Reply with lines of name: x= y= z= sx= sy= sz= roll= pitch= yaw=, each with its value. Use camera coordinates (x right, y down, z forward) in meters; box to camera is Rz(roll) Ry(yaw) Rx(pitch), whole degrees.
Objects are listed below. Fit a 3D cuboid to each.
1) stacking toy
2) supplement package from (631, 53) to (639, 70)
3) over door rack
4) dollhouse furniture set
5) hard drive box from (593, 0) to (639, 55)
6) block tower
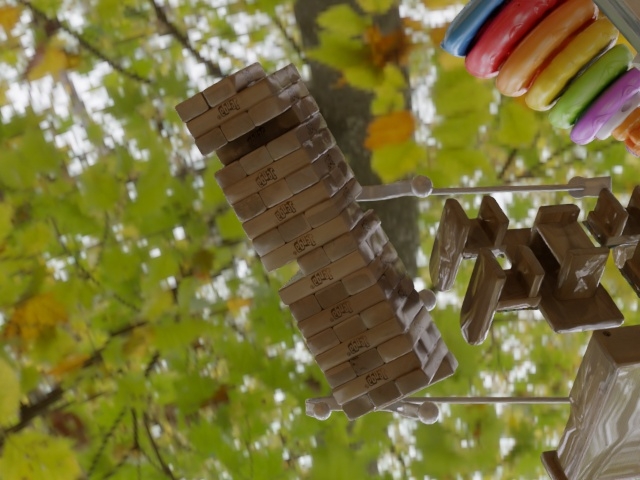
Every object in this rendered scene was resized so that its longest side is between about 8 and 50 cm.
stacking toy: x=0.290 y=-0.171 z=1.561 sx=0.302 sy=0.175 sz=0.166 roll=46 pitch=-72 yaw=8
supplement package: x=0.422 y=-0.137 z=1.276 sx=0.139 sy=0.244 sz=0.134 roll=-58 pitch=-152 yaw=-2
over door rack: x=0.143 y=0.054 z=1.425 sx=0.324 sy=0.108 sz=0.239 roll=-2 pitch=-88 yaw=-2
dollhouse furniture set: x=0.236 y=0.084 z=1.337 sx=0.212 sy=0.161 sz=0.242 roll=-5 pitch=-139 yaw=-20
hard drive box: x=0.315 y=-0.247 z=1.101 sx=0.232 sy=0.089 sz=0.181 roll=-36 pitch=-109 yaw=4
block tower: x=0.000 y=0.000 z=1.294 sx=0.091 sy=0.335 sz=0.097 roll=-27 pitch=-173 yaw=22
